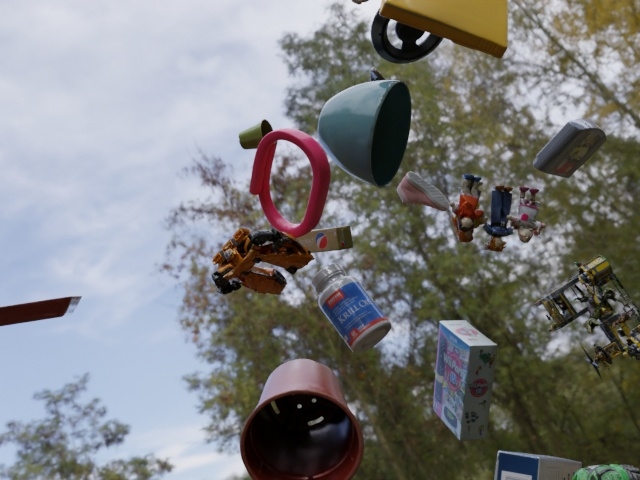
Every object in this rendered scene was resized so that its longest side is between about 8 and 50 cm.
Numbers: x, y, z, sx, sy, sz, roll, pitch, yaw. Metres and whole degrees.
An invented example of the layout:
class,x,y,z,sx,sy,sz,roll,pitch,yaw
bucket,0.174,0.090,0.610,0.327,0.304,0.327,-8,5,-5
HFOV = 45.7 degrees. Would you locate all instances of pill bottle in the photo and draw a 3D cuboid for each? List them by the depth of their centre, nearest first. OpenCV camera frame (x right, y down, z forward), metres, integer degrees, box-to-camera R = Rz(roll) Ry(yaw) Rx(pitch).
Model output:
class,x,y,z,sx,sy,sz,roll,pitch,yaw
pill bottle,0.072,0.171,1.960,0.124,0.221,0.124,-31,-25,-17

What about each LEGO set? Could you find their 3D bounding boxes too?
class,x,y,z,sx,sy,sz,roll,pitch,yaw
LEGO set,0.724,0.218,2.031,0.192,0.331,0.255,-31,-3,-5

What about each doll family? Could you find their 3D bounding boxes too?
class,x,y,z,sx,sy,sz,roll,pitch,yaw
doll family,0.418,-0.058,1.877,0.263,0.163,0.118,10,-6,-17

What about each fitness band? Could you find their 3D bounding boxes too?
class,x,y,z,sx,sy,sz,roll,pitch,yaw
fitness band,-0.075,-0.140,1.869,0.054,0.209,0.290,-33,-33,-44

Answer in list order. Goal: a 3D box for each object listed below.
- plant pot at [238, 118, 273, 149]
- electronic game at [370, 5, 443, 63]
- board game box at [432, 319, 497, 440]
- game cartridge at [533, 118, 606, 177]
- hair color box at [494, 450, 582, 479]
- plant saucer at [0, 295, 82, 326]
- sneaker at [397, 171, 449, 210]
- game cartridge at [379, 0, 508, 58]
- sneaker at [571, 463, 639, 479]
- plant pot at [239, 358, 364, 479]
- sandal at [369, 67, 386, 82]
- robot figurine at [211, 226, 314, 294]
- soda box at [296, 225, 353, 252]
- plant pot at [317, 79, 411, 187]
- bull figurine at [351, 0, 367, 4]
class,x,y,z,sx,sy,sz,roll,pitch,yaw
plant pot,-0.177,-0.279,2.054,0.079,0.083,0.083,-10,-16,22
electronic game,0.246,-0.585,2.073,0.229,0.048,0.229,-12,-43,-11
board game box,0.436,0.422,2.320,0.098,0.303,0.224,0,13,-15
game cartridge,0.784,-0.287,2.360,0.294,0.060,0.196,0,-48,-54
hair color box,0.531,0.610,1.841,0.105,0.173,0.347,0,-15,35
plant saucer,-0.715,0.175,1.826,0.259,0.047,0.258,-9,-2,-13
sneaker,0.247,-0.105,1.858,0.070,0.134,0.051,-49,7,35
game cartridge,0.318,-0.605,1.914,0.324,0.285,0.052,19,-40,-8
sneaker,0.550,0.618,1.528,0.146,0.343,0.134,6,-5,1
plant pot,-0.042,0.420,1.789,0.272,0.272,0.265,-27,13,6
sandal,0.174,-0.470,2.430,0.060,0.090,0.219,-42,-11,-14
robot figurine,-0.147,0.051,1.847,0.211,0.085,0.291,-46,-30,13
soda box,0.000,0.000,2.031,0.181,0.061,0.058,-7,3,44
plant pot,0.108,-0.305,2.083,0.196,0.290,0.290,14,-9,23
bull figurine,0.183,-0.647,1.670,0.310,0.101,0.188,-37,-2,-5
